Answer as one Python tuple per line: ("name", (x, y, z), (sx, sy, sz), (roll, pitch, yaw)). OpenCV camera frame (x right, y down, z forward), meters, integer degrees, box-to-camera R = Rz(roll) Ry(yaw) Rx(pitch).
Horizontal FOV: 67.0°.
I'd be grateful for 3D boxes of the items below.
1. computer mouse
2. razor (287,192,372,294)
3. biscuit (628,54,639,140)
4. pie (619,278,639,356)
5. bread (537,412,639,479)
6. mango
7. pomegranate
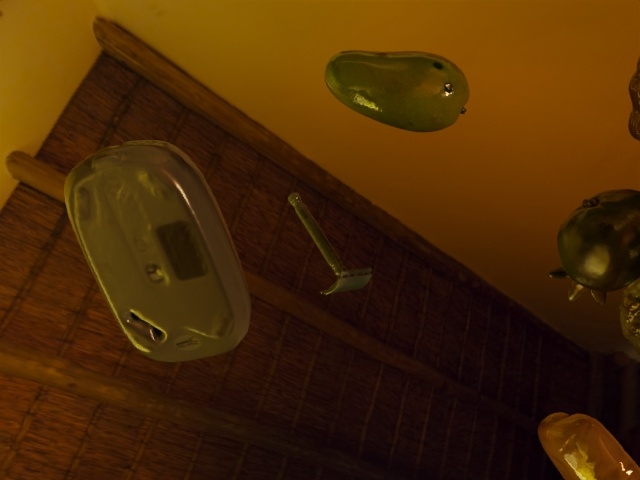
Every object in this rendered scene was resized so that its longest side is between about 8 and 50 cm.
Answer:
("computer mouse", (-0.210, 0.027, 0.659), (0.197, 0.331, 0.095), (-12, -156, 2))
("razor", (0.000, 0.000, 0.959), (0.068, 0.106, 0.232), (-46, -117, 28))
("biscuit", (0.886, -0.359, 1.111), (0.358, 0.382, 0.074), (-5, -153, -8))
("pie", (0.597, 0.136, 0.709), (0.071, 0.306, 0.307), (-12, -120, -29))
("bread", (0.485, 0.419, 0.784), (0.091, 0.142, 0.305), (-36, -104, -10))
("mango", (0.150, -0.305, 0.959), (0.292, 0.143, 0.175), (12, -133, -1))
("pomegranate", (0.422, 0.015, 0.724), (0.151, 0.191, 0.131), (-31, -123, -10))
